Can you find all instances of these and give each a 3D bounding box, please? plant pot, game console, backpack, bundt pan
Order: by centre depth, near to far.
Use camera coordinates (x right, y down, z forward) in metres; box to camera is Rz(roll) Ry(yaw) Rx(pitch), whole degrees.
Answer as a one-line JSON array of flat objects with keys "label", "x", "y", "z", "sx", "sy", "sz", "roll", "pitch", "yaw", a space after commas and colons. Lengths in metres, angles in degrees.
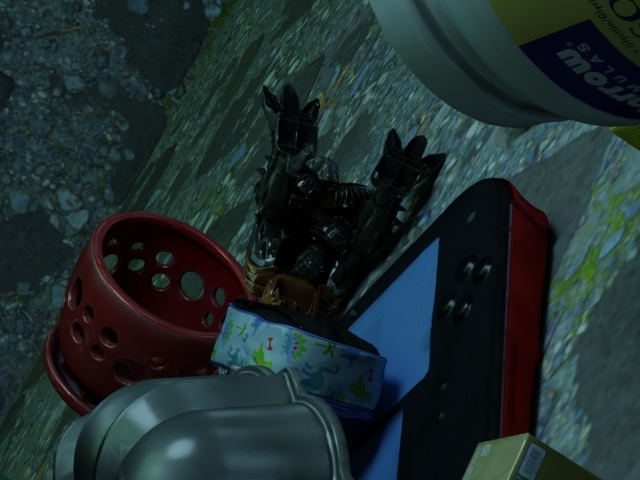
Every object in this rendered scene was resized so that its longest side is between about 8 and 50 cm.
[{"label": "bundt pan", "x": -0.098, "y": 0.232, "z": 1.115, "sx": 0.331, "sy": 0.124, "sz": 0.331, "roll": -28, "pitch": 57, "yaw": 57}, {"label": "backpack", "x": -0.013, "y": 0.092, "z": 1.235, "sx": 0.114, "sy": 0.105, "sz": 0.084, "roll": 10, "pitch": 83, "yaw": 65}, {"label": "game console", "x": 0.021, "y": 0.161, "z": 1.268, "sx": 0.386, "sy": 0.060, "sz": 0.342, "roll": -48, "pitch": 16, "yaw": 36}, {"label": "plant pot", "x": -0.185, "y": 0.091, "z": 1.892, "sx": 0.174, "sy": 0.191, "sz": 0.191, "roll": -55, "pitch": 12, "yaw": 33}]

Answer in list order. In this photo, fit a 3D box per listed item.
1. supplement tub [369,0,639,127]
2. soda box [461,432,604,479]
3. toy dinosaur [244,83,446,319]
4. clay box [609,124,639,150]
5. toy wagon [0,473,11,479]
[{"label": "supplement tub", "x": 0.197, "y": -0.194, "z": 0.925, "sx": 0.331, "sy": 0.241, "sz": 0.241, "roll": -17, "pitch": 40, "yaw": 50}, {"label": "soda box", "x": 0.084, "y": 0.196, "z": 0.965, "sx": 0.181, "sy": 0.058, "sz": 0.061, "roll": -62, "pitch": 14, "yaw": -21}, {"label": "toy dinosaur", "x": 0.000, "y": 0.000, "z": 1.626, "sx": 0.322, "sy": 0.164, "sz": 0.218, "roll": -113, "pitch": 40, "yaw": -53}, {"label": "clay box", "x": 0.256, "y": -0.134, "z": 1.108, "sx": 0.222, "sy": 0.053, "sz": 0.127, "roll": -62, "pitch": 16, "yaw": -21}, {"label": "toy wagon", "x": -0.340, "y": 0.272, "z": 1.682, "sx": 0.068, "sy": 0.344, "sz": 0.267, "roll": -53, "pitch": 14, "yaw": 11}]
